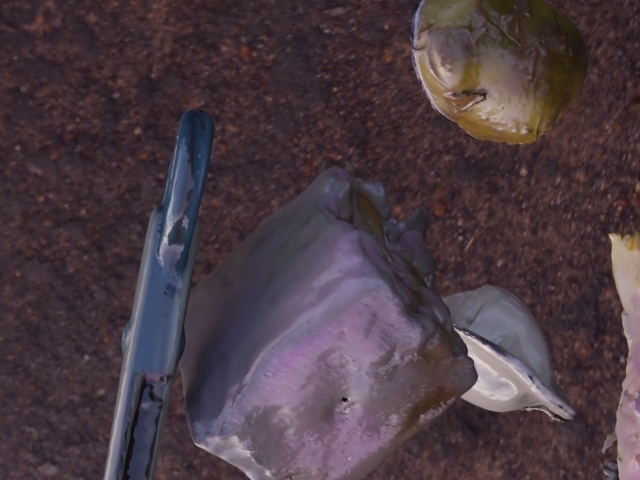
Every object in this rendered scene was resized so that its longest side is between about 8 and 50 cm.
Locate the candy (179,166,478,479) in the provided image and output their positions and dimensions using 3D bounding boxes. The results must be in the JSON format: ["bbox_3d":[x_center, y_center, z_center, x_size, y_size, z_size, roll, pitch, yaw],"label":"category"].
[{"bbox_3d":[-0.001,0.065,0.686,0.195,0.185,0.137,-42,119,17],"label":"candy"}]

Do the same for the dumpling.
[{"bbox_3d":[0.199,0.127,1.143,0.247,0.172,0.142,33,92,27],"label":"dumpling"}]

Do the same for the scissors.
[{"bbox_3d":[-0.109,0.057,0.638,0.041,0.138,0.289,11,73,-15],"label":"scissors"}]

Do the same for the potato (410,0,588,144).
[{"bbox_3d":[0.292,-0.289,1.483,0.196,0.299,0.246,-5,68,38],"label":"potato"}]

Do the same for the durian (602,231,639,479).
[{"bbox_3d":[0.161,0.079,0.338,0.132,0.182,0.165,-11,104,25],"label":"durian"}]
